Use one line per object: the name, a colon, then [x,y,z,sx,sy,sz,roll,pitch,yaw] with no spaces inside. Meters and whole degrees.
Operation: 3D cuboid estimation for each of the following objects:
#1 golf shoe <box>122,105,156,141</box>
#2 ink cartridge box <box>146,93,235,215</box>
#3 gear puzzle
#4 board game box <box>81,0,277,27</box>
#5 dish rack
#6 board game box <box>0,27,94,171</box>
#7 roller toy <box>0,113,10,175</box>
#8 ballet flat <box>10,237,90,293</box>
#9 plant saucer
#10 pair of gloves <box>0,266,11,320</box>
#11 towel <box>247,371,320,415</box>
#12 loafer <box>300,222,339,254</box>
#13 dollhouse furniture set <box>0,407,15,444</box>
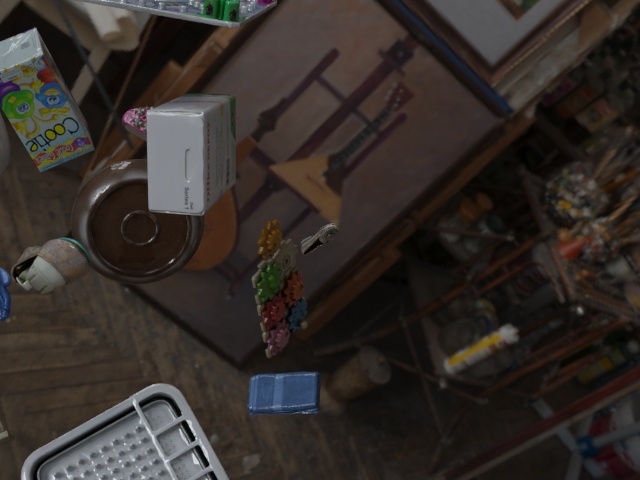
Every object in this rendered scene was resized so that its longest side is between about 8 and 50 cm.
golf shoe: [-0.386,-0.261,2.232,0.306,0.140,0.115,17,49,-4]
ink cartridge box: [-0.256,-0.183,1.689,0.117,0.202,0.278,4,17,6]
gear puzzle: [-0.081,0.095,1.845,0.175,0.044,0.339,-47,141,-42]
board game box: [-0.313,-0.528,1.739,0.389,0.050,0.390,11,23,5]
dish rack: [-0.362,0.462,1.570,0.332,0.072,0.286,-28,73,-16]
board game box: [-0.658,-0.324,1.934,0.144,0.142,0.275,-120,-171,-46]
roller toy: [-0.417,-0.131,0.847,0.146,0.191,0.209,-35,78,-30]
ballet flat: [-0.586,0.066,1.779,0.108,0.316,0.106,51,61,-18]
plant saucer: [-0.425,-0.034,1.952,0.310,0.311,0.050,33,7,-24]
pair of gloves: [-0.657,0.112,1.661,0.023,0.198,0.159,0,56,-40]
towel: [-0.056,0.242,1.314,0.029,0.119,0.067,53,36,-54]
loafer: [0.000,0.000,2.189,0.045,0.125,0.039,37,36,-35]
dollhouse furniture set: [-0.665,0.324,1.531,0.128,0.184,0.129,-21,76,-15]
